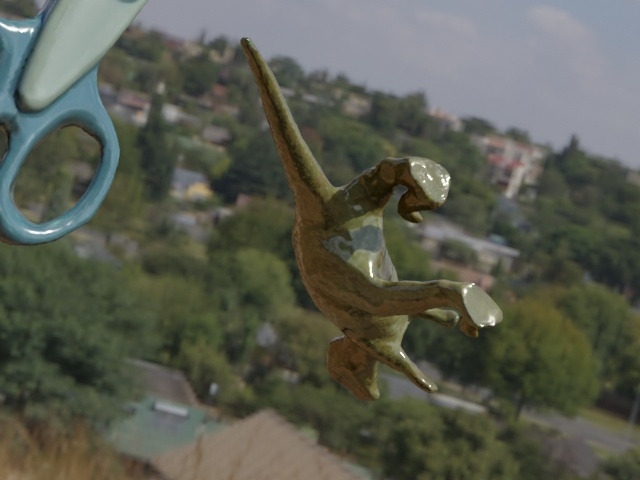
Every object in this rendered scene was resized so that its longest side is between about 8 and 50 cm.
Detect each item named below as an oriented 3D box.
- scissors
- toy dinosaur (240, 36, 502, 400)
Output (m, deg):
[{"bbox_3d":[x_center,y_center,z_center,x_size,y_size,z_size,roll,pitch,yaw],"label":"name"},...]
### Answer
[{"bbox_3d":[-0.123,-0.136,0.813,0.138,0.289,0.041,41,-25,-22],"label":"scissors"},{"bbox_3d":[0.000,0.000,0.571,0.162,0.039,0.126,44,-34,-13],"label":"toy dinosaur"}]
